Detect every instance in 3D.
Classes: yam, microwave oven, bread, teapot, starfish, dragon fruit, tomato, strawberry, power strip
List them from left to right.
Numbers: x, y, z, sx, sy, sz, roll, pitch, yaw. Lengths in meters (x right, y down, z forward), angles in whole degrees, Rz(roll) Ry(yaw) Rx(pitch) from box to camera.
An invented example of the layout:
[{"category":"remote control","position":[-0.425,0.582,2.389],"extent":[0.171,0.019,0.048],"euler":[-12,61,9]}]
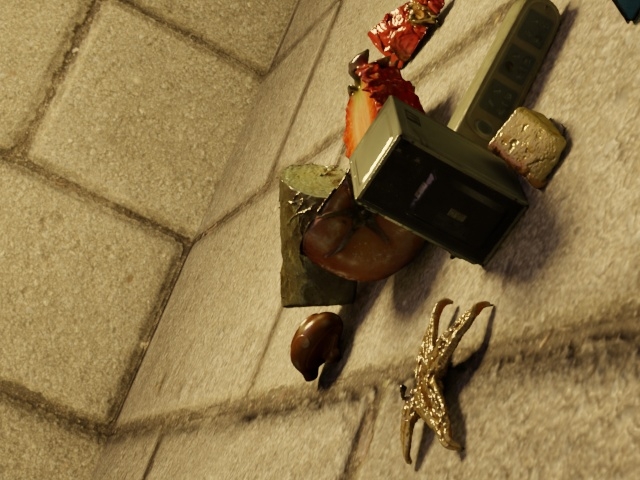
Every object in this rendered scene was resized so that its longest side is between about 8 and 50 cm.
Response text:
[{"category":"yam","position":[0.000,0.000,1.890],"extent":[0.154,0.154,0.254],"euler":[-150,62,-75]},{"category":"teapot","position":[0.000,0.178,1.863],"extent":[0.098,0.078,0.129],"euler":[-18,-40,-49]},{"category":"tomato","position":[0.089,-0.027,1.724],"extent":[0.214,0.155,0.181],"euler":[-57,-10,2]},{"category":"strawberry","position":[0.122,-0.159,1.964],"extent":[0.233,0.138,0.306],"euler":[107,156,-65]},{"category":"dragon fruit","position":[0.197,-0.425,2.264],"extent":[0.192,0.122,0.092],"euler":[-39,68,50]},{"category":"microwave oven","position":[0.151,-0.075,1.508],"extent":[0.129,0.205,0.163],"euler":[-56,15,24]},{"category":"starfish","position":[0.150,0.161,1.419],"extent":[0.138,0.050,0.247],"euler":[-38,32,54]},{"category":"power strip","position":[0.268,-0.234,1.638],"extent":[0.286,0.080,0.048],"euler":[-63,20,-4]},{"category":"bread","position":[0.291,-0.120,1.480],"extent":[0.109,0.080,0.084],"euler":[46,113,37]}]

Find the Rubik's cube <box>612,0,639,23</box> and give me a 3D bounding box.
[{"category":"Rubik's cube","position":[0.351,-0.387,1.431],"extent":[0.211,0.178,0.190],"euler":[-43,28,56]}]
